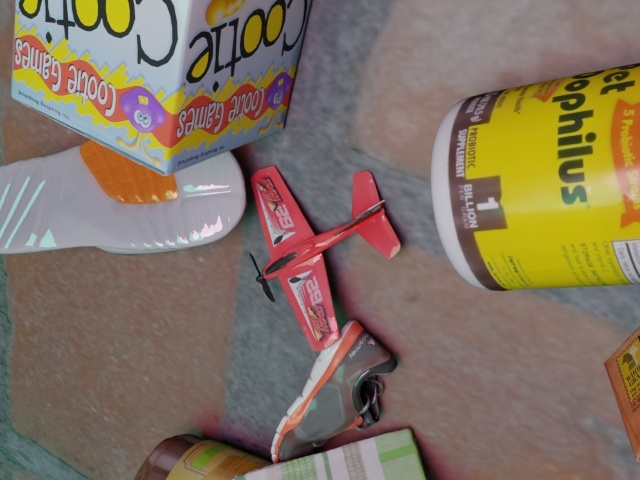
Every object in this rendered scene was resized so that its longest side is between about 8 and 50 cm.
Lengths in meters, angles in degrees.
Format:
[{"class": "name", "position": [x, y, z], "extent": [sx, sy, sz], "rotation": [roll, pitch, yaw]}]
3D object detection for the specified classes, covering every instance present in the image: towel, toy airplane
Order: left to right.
[{"class": "toy airplane", "position": [0.000, 0.000, 0.599], "extent": [0.151, 0.028, 0.151], "rotation": [5, 97, 40]}, {"class": "towel", "position": [0.012, 0.213, 0.602], "extent": [0.151, 0.113, 0.023], "rotation": [-16, 139, 2]}]

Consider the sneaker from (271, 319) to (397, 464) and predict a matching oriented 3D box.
[{"class": "sneaker", "position": [0.011, 0.138, 0.633], "extent": [0.064, 0.061, 0.158], "rotation": [32, 123, 10]}]

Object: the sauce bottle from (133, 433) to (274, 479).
[{"class": "sauce bottle", "position": [0.002, 0.258, 0.655], "extent": [0.344, 0.111, 0.112], "rotation": [13, 115, 26]}]

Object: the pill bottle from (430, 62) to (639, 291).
[{"class": "pill bottle", "position": [0.176, -0.036, 0.422], "extent": [0.214, 0.117, 0.117], "rotation": [-6, 105, 33]}]

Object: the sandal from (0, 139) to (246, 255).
[{"class": "sandal", "position": [-0.173, -0.037, 0.665], "extent": [0.265, 0.076, 0.102], "rotation": [-4, 83, 22]}]

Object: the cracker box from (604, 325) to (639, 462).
[{"class": "cracker box", "position": [0.275, 0.062, 0.358], "extent": [0.232, 0.067, 0.156], "rotation": [20, 127, -13]}]

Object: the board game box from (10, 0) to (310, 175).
[{"class": "board game box", "position": [-0.088, -0.206, 0.503], "extent": [0.142, 0.144, 0.275], "rotation": [27, 121, 20]}]
